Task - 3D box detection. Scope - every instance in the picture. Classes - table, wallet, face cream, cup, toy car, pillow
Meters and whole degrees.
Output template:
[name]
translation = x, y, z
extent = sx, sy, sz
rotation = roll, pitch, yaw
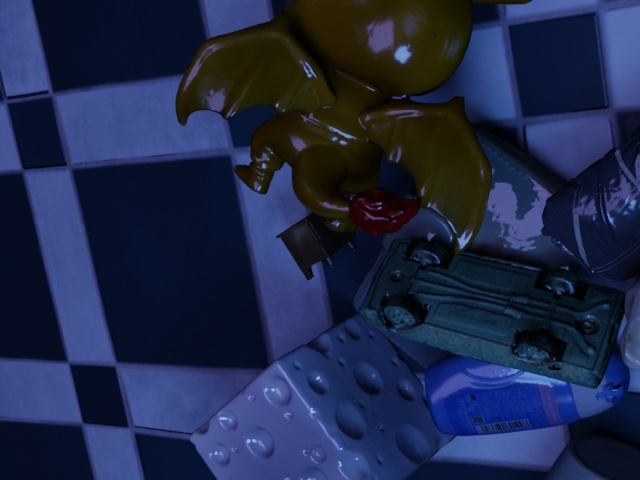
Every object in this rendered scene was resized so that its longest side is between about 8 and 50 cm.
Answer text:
[table]
translation = 0.000, 0.000, 1.679
extent = 0.070, 0.083, 0.082
rotation = -29, 94, 41
[wallet]
translation = 0.203, 0.032, 1.547
extent = 0.252, 0.083, 0.360
rotation = 36, 122, 14
[face cream]
translation = 0.276, 0.193, 1.506
extent = 0.264, 0.083, 0.149
rotation = -10, 128, 16
[cup]
translation = 0.380, 0.405, 1.468
extent = 0.258, 0.186, 0.234
rotation = 35, 118, 45
[toy car]
translation = 0.216, 0.095, 1.443
extent = 0.320, 0.141, 0.097
rotation = 13, 145, 23
[pillow]
translation = 0.409, -0.079, 1.324
extent = 0.161, 0.092, 0.335
rotation = 34, 125, -18

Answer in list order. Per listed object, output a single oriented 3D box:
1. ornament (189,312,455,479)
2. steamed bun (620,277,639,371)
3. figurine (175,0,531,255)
[ornament]
translation = 0.004, 0.288, 1.671
extent = 0.240, 0.239, 0.240
rotation = 53, 127, 9
[steamed bun]
translation = 0.443, 0.089, 1.361
extent = 0.183, 0.106, 0.183
rotation = 0, 126, -1
[figurine]
translation = 0.072, -0.195, 1.437
extent = 0.401, 0.268, 0.387
rotation = 28, 100, 8
